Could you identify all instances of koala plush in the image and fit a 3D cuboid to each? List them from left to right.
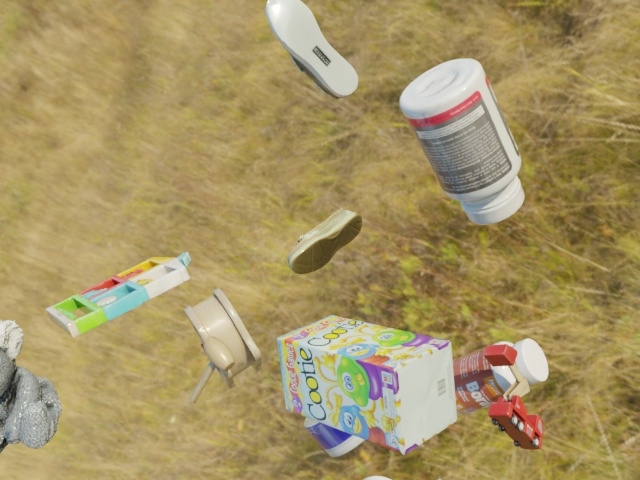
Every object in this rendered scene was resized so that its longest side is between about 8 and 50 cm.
[{"bbox_3d":[-0.597,0.262,1.272,0.196,0.221,0.203,-22,20,2],"label":"koala plush"}]

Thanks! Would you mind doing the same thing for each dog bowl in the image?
[{"bbox_3d":[0.085,0.423,1.801,0.265,0.104,0.265,-43,2,2],"label":"dog bowl"}]

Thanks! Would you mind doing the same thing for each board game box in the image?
[{"bbox_3d":[0.073,0.232,1.182,0.275,0.142,0.145,6,107,47],"label":"board game box"}]

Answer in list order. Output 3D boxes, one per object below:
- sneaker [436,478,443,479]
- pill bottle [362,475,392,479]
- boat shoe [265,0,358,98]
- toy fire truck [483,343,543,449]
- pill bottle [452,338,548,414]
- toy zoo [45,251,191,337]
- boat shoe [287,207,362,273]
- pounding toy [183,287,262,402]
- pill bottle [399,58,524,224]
[{"bbox_3d":[0.254,0.588,1.559,0.044,0.040,0.109,94,-158,-68],"label":"sneaker"},{"bbox_3d":[0.110,0.663,1.550,0.152,0.152,0.272,-50,7,34],"label":"pill bottle"},{"bbox_3d":[-0.025,-0.341,1.254,0.078,0.219,0.070,-45,15,-15],"label":"boat shoe"},{"bbox_3d":[0.374,0.302,1.347,0.047,0.192,0.135,-14,42,43],"label":"toy fire truck"},{"bbox_3d":[0.367,0.286,1.491,0.216,0.121,0.121,-32,40,38],"label":"pill bottle"},{"bbox_3d":[-0.391,0.098,1.415,0.293,0.030,0.192,-28,19,-28],"label":"toy zoo"},{"bbox_3d":[0.000,-0.002,1.080,0.048,0.056,0.153,27,52,35],"label":"boat shoe"},{"bbox_3d":[-0.210,0.199,1.301,0.154,0.154,0.269,-32,-15,-15],"label":"pounding toy"},{"bbox_3d":[0.303,-0.192,1.431,0.176,0.319,0.176,-25,29,15],"label":"pill bottle"}]
